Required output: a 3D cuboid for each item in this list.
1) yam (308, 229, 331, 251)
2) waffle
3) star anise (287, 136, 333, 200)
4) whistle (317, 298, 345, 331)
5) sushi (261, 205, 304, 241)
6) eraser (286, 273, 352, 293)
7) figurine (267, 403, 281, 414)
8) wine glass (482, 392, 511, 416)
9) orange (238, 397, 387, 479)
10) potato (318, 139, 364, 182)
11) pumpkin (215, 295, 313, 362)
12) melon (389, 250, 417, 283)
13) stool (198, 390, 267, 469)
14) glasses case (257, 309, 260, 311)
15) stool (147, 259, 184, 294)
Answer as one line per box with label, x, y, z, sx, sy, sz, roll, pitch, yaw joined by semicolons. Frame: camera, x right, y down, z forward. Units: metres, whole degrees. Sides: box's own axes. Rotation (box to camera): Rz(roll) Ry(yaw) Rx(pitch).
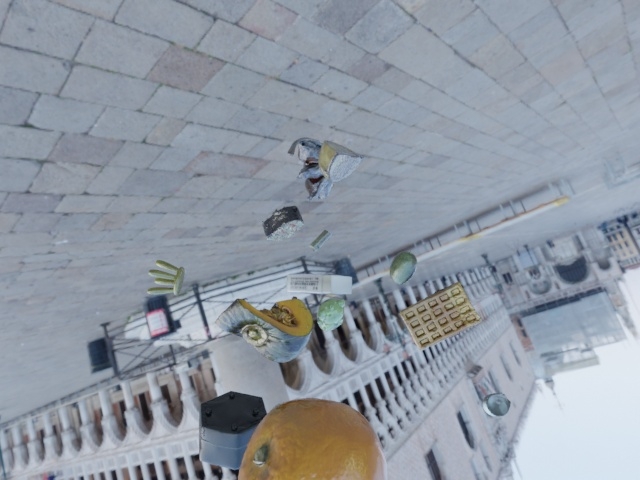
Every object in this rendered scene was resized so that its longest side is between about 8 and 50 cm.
yam;0.000;0.000;2.246;0.132;0.054;0.054;-46;172;-9
waffle;0.563;0.357;1.999;0.327;0.224;0.098;-28;172;11
star anise;-0.013;-0.303;1.776;0.139;0.316;0.359;-6;-151;26
whistle;0.034;0.264;1.478;0.105;0.085;0.227;-28;157;-15
sushi;-0.123;-0.053;1.396;0.150;0.078;0.090;-32;155;33
eraser;-0.010;0.180;1.753;0.124;0.081;0.279;11;169;-43
figurine;-0.245;0.756;1.710;0.133;0.194;0.274;-49;-176;30
wine glass;0.791;0.745;1.925;0.103;0.103;0.222;-20;157;4
orange;-0.014;0.477;0.857;0.312;0.312;0.312;-19;169;-4
potato;0.042;-0.275;1.458;0.120;0.100;0.261;-53;165;20
pumpkin;-0.157;0.244;1.319;0.139;0.280;0.190;-47;-167;27
melon;0.374;0.118;1.903;0.114;0.114;0.167;-5;122;-52
stool;-0.273;0.586;1.330;0.232;0.141;0.232;4;-169;-1
glasses case;-0.336;0.401;2.134;0.282;0.109;0.067;12;158;33
stool;-0.584;0.145;1.608;0.110;0.135;0.134;10;158;-8
